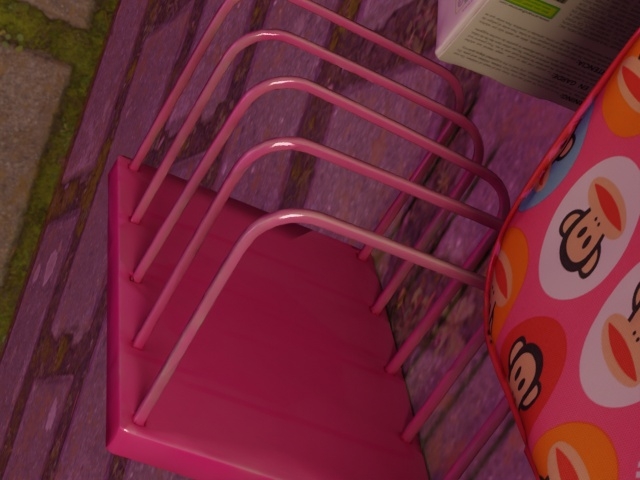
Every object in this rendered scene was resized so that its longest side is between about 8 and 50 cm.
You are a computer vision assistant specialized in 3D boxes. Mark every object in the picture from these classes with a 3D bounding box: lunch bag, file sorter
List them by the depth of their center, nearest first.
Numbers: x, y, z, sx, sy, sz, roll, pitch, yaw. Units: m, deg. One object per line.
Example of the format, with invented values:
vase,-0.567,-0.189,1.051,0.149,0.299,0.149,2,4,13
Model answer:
lunch bag,0.181,0.009,0.552,0.258,0.120,0.293,-59,22,27
file sorter,0.000,0.000,0.920,0.182,0.202,0.291,-58,23,26

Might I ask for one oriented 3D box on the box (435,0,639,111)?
box,0.140,-0.189,0.862,0.103,0.114,0.203,-48,30,49
